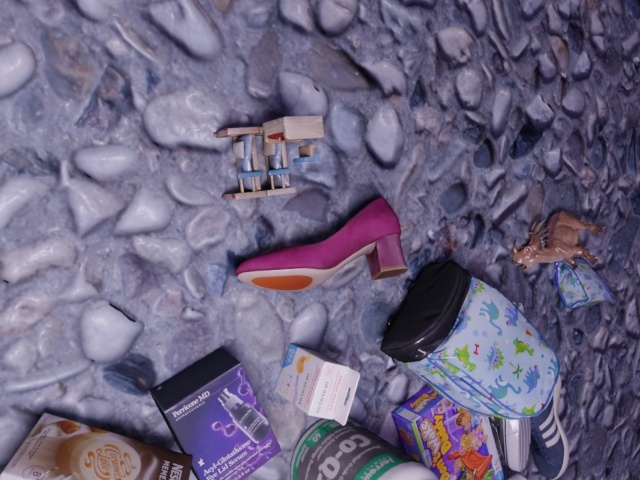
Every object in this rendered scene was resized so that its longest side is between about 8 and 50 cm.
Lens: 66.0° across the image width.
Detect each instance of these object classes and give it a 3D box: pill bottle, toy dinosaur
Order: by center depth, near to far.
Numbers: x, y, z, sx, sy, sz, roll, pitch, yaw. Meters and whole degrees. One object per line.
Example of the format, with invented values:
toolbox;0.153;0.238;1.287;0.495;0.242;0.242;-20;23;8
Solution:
pill bottle;0.110;0.498;0.948;0.204;0.361;0.204;-2;94;-32
toy dinosaur;0.689;-0.018;1.425;0.200;0.127;0.296;34;54;7

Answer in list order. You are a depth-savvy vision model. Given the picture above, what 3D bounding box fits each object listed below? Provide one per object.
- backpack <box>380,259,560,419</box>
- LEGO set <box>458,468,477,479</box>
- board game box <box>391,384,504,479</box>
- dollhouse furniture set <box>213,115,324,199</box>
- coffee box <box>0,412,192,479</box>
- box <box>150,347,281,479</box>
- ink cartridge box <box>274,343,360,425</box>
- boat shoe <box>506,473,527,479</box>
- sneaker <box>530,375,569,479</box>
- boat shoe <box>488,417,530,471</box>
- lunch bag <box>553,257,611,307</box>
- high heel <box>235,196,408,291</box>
backpack;0.360;0.255;1.127;0.356;0.273;0.290;52;57;-20
LEGO set;0.359;0.591;1.222;0.083;0.023;0.054;21;85;-45
board game box;0.332;0.530;1.257;0.233;0.078;0.347;-27;107;-28
dollhouse furniture set;-0.093;-0.143;0.879;0.128;0.183;0.129;-11;99;-31
coffee box;-0.332;0.371;0.740;0.246;0.141;0.098;23;102;-13
box;-0.190;0.330;0.898;0.153;0.108;0.207;-30;109;-26
ink cartridge box;-0.010;0.277;0.963;0.061;0.181;0.104;22;82;-31
boat shoe;0.478;0.720;1.296;0.102;0.108;0.301;-16;138;-20
sneaker;0.604;0.523;1.409;0.148;0.131;0.350;-10;93;-24
boat shoe;0.483;0.438;1.320;0.121;0.119;0.335;-1;85;-53
lunch bag;0.788;0.125;1.505;0.128;0.096;0.151;2;63;-32
high heel;0.000;0.000;1.021;0.377;0.127;0.181;-2;66;-28
